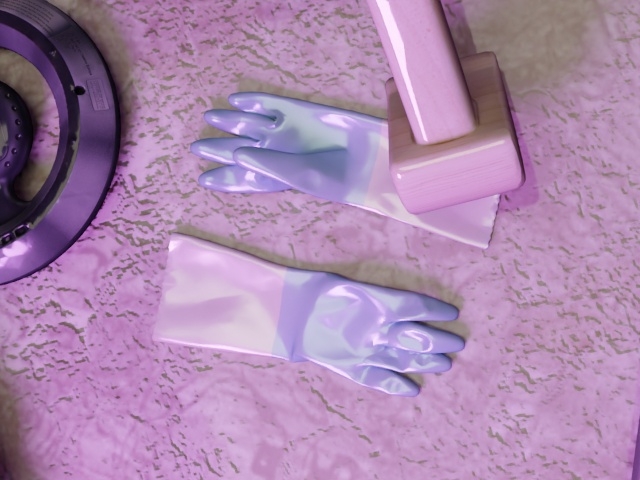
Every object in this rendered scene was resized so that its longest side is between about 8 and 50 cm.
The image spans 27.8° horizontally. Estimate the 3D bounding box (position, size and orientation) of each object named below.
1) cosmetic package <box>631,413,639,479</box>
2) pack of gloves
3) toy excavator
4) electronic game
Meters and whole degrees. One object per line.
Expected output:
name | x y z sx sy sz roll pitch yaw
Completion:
cosmetic package | 0.247 0.140 0.814 0.107 0.127 0.238 10 89 12
pack of gloves | 0.000 0.000 0.913 0.232 0.046 0.195 12 90 13
toy excavator | 0.010 -0.293 0.802 0.222 0.433 0.445 -13 54 11
electronic game | -0.258 -0.078 0.969 0.229 0.048 0.229 -1 84 13
